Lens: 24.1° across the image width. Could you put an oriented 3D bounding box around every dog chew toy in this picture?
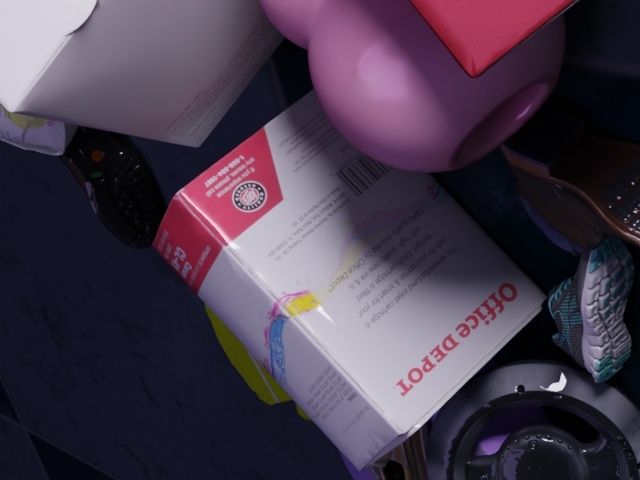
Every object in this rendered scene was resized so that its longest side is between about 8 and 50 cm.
[{"bbox_3d":[0.041,-0.215,1.200,0.332,0.206,0.207,51,150,15],"label":"dog chew toy"}]

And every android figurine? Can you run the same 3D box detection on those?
[{"bbox_3d":[-0.057,0.105,1.758,0.248,0.056,0.273,60,157,-1],"label":"android figurine"}]

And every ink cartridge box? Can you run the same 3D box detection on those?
[{"bbox_3d":[0.026,0.030,1.436,0.306,0.226,0.131,48,149,6],"label":"ink cartridge box"}]

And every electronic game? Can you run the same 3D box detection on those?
[{"bbox_3d":[0.216,0.222,1.463,0.229,0.048,0.229,4,111,12],"label":"electronic game"}]

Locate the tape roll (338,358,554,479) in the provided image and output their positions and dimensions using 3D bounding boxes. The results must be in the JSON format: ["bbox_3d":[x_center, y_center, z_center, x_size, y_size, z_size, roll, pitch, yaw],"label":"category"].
[{"bbox_3d":[0.140,0.233,1.634,0.274,0.090,0.275,34,145,28],"label":"tape roll"}]

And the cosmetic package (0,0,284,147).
[{"bbox_3d":[-0.167,-0.208,1.284,0.155,0.197,0.365,43,-170,15],"label":"cosmetic package"}]

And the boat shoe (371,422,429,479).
[{"bbox_3d":[0.071,0.205,1.535,0.068,0.072,0.190,2,124,52],"label":"boat shoe"}]

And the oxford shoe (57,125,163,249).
[{"bbox_3d":[-0.269,-0.091,1.853,0.227,0.082,0.096,58,171,-16],"label":"oxford shoe"}]

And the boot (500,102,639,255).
[{"bbox_3d":[0.245,-0.028,1.255,0.219,0.082,0.106,38,162,28],"label":"boot"}]

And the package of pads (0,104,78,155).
[{"bbox_3d":[-0.266,-0.257,1.499,0.101,0.229,0.297,14,141,7],"label":"package of pads"}]

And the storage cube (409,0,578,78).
[{"bbox_3d":[0.139,-0.255,0.991,0.193,0.183,0.215,52,131,-1],"label":"storage cube"}]

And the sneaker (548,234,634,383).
[{"bbox_3d":[0.236,0.054,1.351,0.076,0.065,0.167,32,142,37],"label":"sneaker"}]
